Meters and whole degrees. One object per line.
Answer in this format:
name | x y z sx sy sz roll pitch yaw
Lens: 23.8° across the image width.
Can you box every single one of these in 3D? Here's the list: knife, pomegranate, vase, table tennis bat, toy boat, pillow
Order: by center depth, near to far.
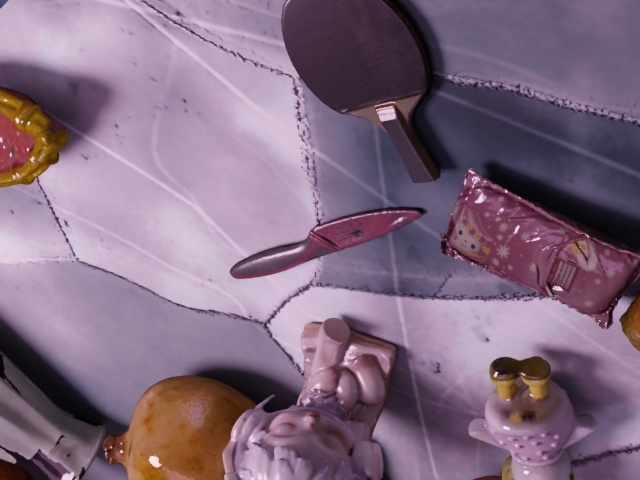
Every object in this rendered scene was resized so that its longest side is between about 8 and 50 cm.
table tennis bat | 0.046 -0.139 1.333 0.130 0.019 0.220 -9 124 37
pillow | 0.201 0.007 1.373 0.185 0.043 0.118 29 140 13
knife | 0.000 0.000 1.500 0.247 0.018 0.035 -20 116 37
toy boat | -0.372 -0.102 1.544 0.318 0.099 0.141 -8 130 31
pomegranate | -0.146 0.240 1.695 0.196 0.196 0.196 15 137 15
vase | -0.430 0.167 1.805 0.360 0.165 0.165 37 138 -15

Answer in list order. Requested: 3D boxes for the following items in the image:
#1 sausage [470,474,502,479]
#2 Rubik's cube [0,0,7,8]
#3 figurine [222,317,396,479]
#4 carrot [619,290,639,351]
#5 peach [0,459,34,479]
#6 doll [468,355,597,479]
sausage | 0.249 0.387 1.664 0.121 0.121 0.304 -17 123 39
Rubik's cube | -0.463 -0.292 1.236 0.318 0.322 0.316 14 135 18
figurine | -0.007 0.206 1.548 0.162 0.237 0.141 20 145 15
carrot | 0.319 0.045 1.316 0.082 0.082 0.173 26 135 4
peach | -0.462 0.306 1.936 0.232 0.232 0.232 15 137 15
doll | 0.215 0.198 1.526 0.129 0.081 0.207 -3 133 15
